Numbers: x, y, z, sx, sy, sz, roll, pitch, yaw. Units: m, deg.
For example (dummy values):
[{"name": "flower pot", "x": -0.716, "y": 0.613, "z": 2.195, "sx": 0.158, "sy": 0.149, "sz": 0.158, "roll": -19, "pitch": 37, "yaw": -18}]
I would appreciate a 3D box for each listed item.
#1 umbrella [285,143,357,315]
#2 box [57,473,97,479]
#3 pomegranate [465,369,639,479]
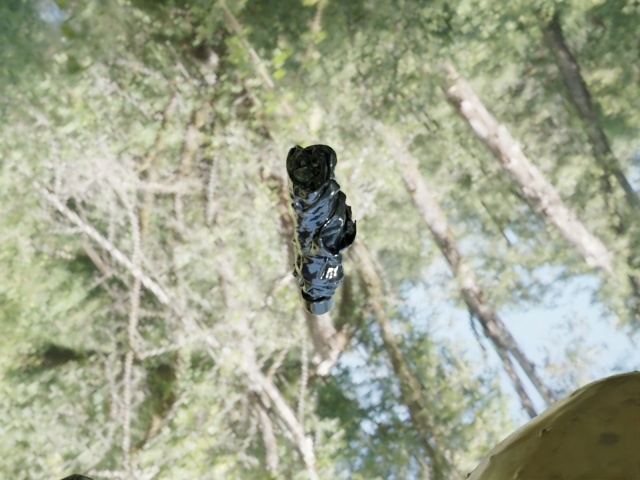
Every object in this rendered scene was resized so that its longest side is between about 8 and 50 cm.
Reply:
[{"name": "umbrella", "x": 0.002, "y": 0.001, "z": 1.038, "sx": 0.071, "sy": 0.224, "sz": 0.080, "roll": -1, "pitch": -132, "yaw": 0}, {"name": "box", "x": -0.288, "y": 0.392, "z": 1.100, "sx": 0.103, "sy": 0.055, "sz": 0.244, "roll": -27, "pitch": -130, "yaw": 23}, {"name": "pomegranate", "x": 0.184, "y": 0.207, "z": 0.507, "sx": 0.281, "sy": 0.281, "sz": 0.281, "roll": -35, "pitch": -176, "yaw": 3}]
